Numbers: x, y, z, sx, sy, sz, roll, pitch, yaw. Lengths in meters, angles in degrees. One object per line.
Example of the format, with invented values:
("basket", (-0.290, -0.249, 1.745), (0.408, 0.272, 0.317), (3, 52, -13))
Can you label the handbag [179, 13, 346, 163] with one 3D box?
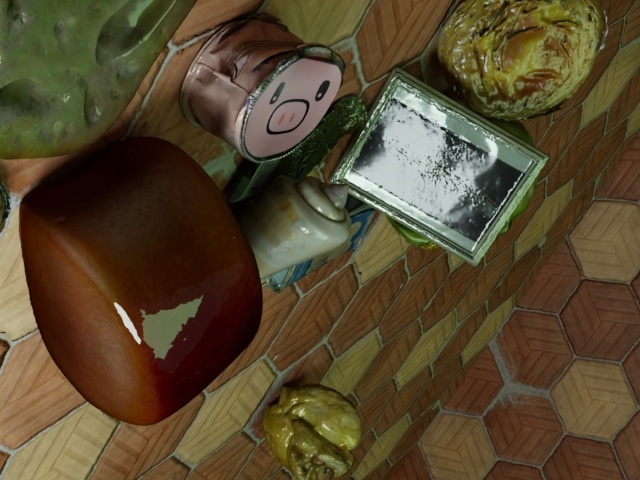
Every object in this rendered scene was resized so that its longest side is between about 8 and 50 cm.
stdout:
("handbag", (-0.070, -0.189, 1.343), (0.205, 0.116, 0.179), (-12, 136, -55))

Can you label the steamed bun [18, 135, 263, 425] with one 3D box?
("steamed bun", (-0.209, 0.074, 1.320), (0.235, 0.248, 0.379), (-37, 154, -30))

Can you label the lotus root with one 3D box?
("lotus root", (-0.251, -0.218, 0.973), (0.390, 0.111, 0.375), (-43, 162, -22))

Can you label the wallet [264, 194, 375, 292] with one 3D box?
("wallet", (0.000, -0.001, 1.859), (0.202, 0.059, 0.141), (-29, 156, -39))

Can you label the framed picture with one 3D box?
("framed picture", (0.190, -0.115, 1.752), (0.231, 0.293, 0.018), (-60, -178, 21))

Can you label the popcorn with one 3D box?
("popcorn", (-0.014, 0.401, 2.265), (0.190, 0.253, 0.191), (-31, 137, -15))

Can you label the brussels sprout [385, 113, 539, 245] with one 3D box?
("brussels sprout", (0.256, -0.104, 1.916), (0.294, 0.227, 0.259), (-32, -167, -18))

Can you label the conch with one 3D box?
("conch", (-0.072, -0.024, 1.581), (0.255, 0.158, 0.127), (-27, 127, 4))

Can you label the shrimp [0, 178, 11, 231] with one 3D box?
("shrimp", (-0.419, 0.020, 1.081), (0.262, 0.066, 0.117), (-51, 148, -40))

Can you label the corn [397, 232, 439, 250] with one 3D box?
("corn", (0.289, -0.107, 2.199), (0.313, 0.102, 0.102), (-50, 158, -8))

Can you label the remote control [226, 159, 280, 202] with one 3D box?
("remote control", (-0.078, -0.124, 1.544), (0.166, 0.029, 0.065), (-57, 164, 16))

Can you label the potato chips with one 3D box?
("potato chips", (-0.007, -0.144, 1.664), (0.209, 0.026, 0.142), (-34, 155, -34))

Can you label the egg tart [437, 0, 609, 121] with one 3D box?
("egg tart", (0.336, -0.343, 1.809), (0.297, 0.132, 0.297), (-4, 116, -9))
